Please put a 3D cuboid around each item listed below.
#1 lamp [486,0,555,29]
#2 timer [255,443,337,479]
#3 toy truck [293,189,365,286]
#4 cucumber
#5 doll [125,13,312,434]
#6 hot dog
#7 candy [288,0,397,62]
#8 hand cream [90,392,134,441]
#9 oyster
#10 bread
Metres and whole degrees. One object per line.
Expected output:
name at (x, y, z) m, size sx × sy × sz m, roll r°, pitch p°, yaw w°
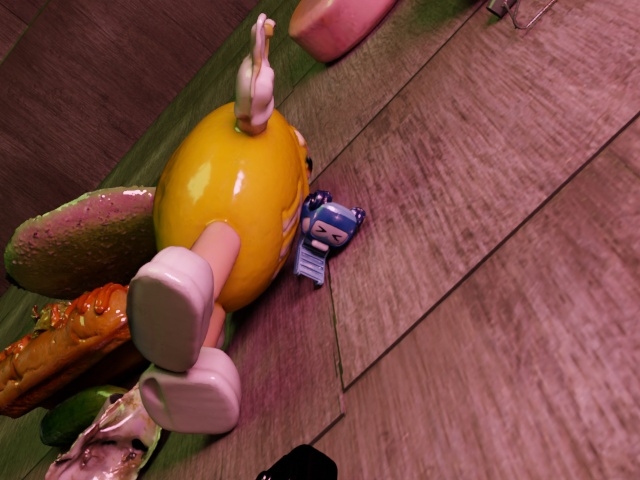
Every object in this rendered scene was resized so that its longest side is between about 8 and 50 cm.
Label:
lamp at (0.200, -0.246, 0.938) m, size 0.054 × 0.041 × 0.121 m, roll -56°, pitch 14°, yaw 10°
timer at (-0.054, 0.232, 0.575) m, size 0.187 × 0.055 × 0.144 m, roll -47°, pitch 16°, yaw 24°
toy truck at (0.000, 0.000, 0.903) m, size 0.090 × 0.056 × 0.073 m, roll -69°, pitch 14°, yaw -10°
cucumber at (-0.323, 0.234, 1.197) m, size 0.250 × 0.056 × 0.056 m, roll -33°, pitch 25°, yaw 41°
doll at (-0.098, -0.020, 0.904) m, size 0.348 × 0.161 × 0.423 m, roll 110°, pitch 174°, yaw -69°
hot dog at (-0.321, 0.137, 1.203) m, size 0.349 × 0.158 × 0.117 m, roll -35°, pitch 66°, yaw 39°
candy at (0.055, -0.413, 1.501) m, size 0.255 × 0.094 × 0.255 m, roll -44°, pitch 19°, yaw 20°
hand cream at (-0.258, 0.248, 1.031) m, size 0.186 × 0.054 × 0.087 m, roll -54°, pitch 13°, yaw 10°
oyster at (-0.207, 0.214, 0.956) m, size 0.200 × 0.106 × 0.061 m, roll -37°, pitch -5°, yaw -30°
bread at (-0.255, 0.014, 1.153) m, size 0.301 × 0.301 × 0.045 m, roll -36°, pitch 60°, yaw 38°
